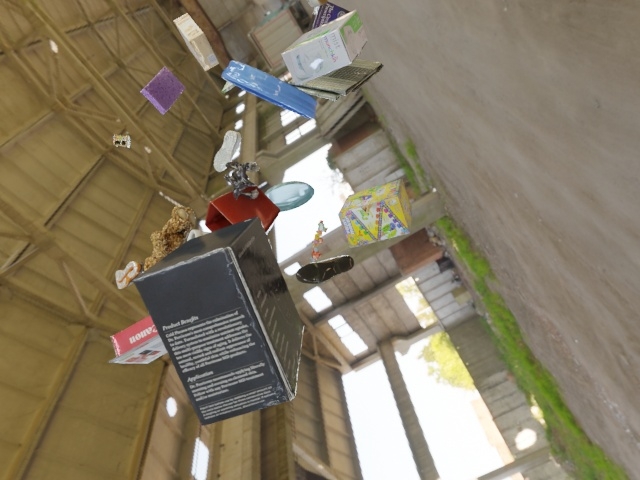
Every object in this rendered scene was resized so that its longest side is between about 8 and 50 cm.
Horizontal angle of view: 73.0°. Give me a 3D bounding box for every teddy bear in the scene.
[{"bbox_3d":[-0.611,0.010,1.740,0.113,0.337,0.245,24,-165,-1],"label":"teddy bear"}]

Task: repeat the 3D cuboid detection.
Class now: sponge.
[{"bbox_3d":[-0.646,-0.622,1.787,0.117,0.031,0.210,46,-143,-30],"label":"sponge"}]

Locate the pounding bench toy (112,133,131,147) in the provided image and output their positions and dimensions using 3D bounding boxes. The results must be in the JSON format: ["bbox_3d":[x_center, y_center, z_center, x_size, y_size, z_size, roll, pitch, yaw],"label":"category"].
[{"bbox_3d":[-0.932,-0.464,2.030,0.083,0.065,0.052,-170,85,-79],"label":"pounding bench toy"}]

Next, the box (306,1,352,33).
[{"bbox_3d":[0.035,-0.991,2.085,0.184,0.261,0.103,12,-156,-23],"label":"box"}]

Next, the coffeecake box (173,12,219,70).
[{"bbox_3d":[-0.497,-0.794,1.732,0.185,0.068,0.142,54,174,32],"label":"coffeecake box"}]

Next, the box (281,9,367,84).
[{"bbox_3d":[0.023,-0.697,1.567,0.126,0.231,0.262,61,-145,-29],"label":"box"}]

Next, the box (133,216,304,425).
[{"bbox_3d":[-0.276,0.218,1.382,0.480,0.298,0.471,-84,-24,-77],"label":"box"}]

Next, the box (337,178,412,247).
[{"bbox_3d":[0.259,-0.130,1.990,0.290,0.279,0.177,-59,-49,-63],"label":"box"}]

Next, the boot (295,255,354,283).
[{"bbox_3d":[0.021,0.148,2.249,0.115,0.305,0.112,-129,24,-82],"label":"boot"}]

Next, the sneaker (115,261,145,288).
[{"bbox_3d":[-0.826,0.153,1.896,0.083,0.215,0.084,-7,-106,-54],"label":"sneaker"}]

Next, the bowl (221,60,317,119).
[{"bbox_3d":[-0.190,-0.588,1.695,0.391,0.077,0.391,24,-169,-5],"label":"bowl"}]

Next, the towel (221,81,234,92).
[{"bbox_3d":[-0.434,-0.817,2.219,0.023,0.152,0.113,48,-144,-34],"label":"towel"}]

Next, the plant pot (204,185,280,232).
[{"bbox_3d":[-0.340,-0.096,1.981,0.267,0.236,0.267,45,151,1],"label":"plant pot"}]

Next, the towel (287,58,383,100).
[{"bbox_3d":[0.069,-0.713,1.894,0.324,0.312,0.056,22,141,33],"label":"towel"}]

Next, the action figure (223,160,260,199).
[{"bbox_3d":[-0.328,-0.266,1.860,0.141,0.164,0.276,4,-161,-27],"label":"action figure"}]

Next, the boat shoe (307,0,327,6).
[{"bbox_3d":[-0.077,-1.010,1.622,0.096,0.098,0.277,8,139,48],"label":"boat shoe"}]

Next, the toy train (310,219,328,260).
[{"bbox_3d":[0.000,0.000,1.819,0.046,0.166,0.125,12,-156,-12],"label":"toy train"}]

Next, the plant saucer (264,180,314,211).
[{"bbox_3d":[-0.189,-0.251,2.426,0.317,0.318,0.043,37,-147,-65],"label":"plant saucer"}]

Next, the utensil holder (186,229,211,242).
[{"bbox_3d":[-0.479,0.118,2.232,0.386,0.327,0.327,3,-136,-28],"label":"utensil holder"}]

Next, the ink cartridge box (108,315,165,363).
[{"bbox_3d":[-0.713,0.402,1.855,0.130,0.310,0.272,63,-175,20],"label":"ink cartridge box"}]

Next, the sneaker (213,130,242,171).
[{"bbox_3d":[-0.492,-0.474,2.332,0.090,0.235,0.095,33,-168,9],"label":"sneaker"}]
